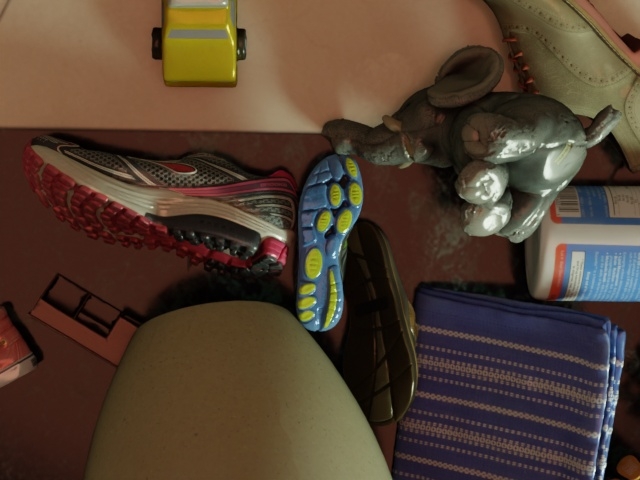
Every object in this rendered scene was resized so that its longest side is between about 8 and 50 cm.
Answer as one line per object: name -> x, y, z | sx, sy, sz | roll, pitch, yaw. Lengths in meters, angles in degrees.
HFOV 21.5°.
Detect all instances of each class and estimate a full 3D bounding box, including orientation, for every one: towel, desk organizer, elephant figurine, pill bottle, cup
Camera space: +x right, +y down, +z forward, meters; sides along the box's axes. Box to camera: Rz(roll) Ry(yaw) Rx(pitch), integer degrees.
towel -> 0.186, 0.227, 1.795 | 0.243, 0.040, 0.336 | 10, 96, 29
desk organizer -> -0.245, 0.090, 1.821 | 0.130, 0.047, 0.050 | 31, 91, -4
elephant figurine -> 0.150, -0.118, 1.758 | 0.186, 0.239, 0.169 | 6, 115, -35
pill bottle -> 0.334, 0.004, 1.791 | 0.222, 0.124, 0.124 | 2, 95, -2
cup -> -0.094, 0.198, 1.728 | 0.331, 0.331, 0.237 | -8, 71, -1

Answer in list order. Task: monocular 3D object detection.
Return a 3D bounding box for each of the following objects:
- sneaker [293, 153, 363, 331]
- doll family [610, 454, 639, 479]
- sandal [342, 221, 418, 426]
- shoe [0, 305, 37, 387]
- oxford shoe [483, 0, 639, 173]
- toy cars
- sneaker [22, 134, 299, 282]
sneaker -> 0.000, 0.000, 1.784 | 0.067, 0.078, 0.188 | 6, 96, -12
doll family -> 0.385, 0.267, 1.805 | 0.163, 0.118, 0.263 | 36, 94, -36
sandal -> 0.066, 0.089, 1.824 | 0.090, 0.060, 0.219 | -16, 80, 34
shoe -> -0.400, 0.142, 1.816 | 0.178, 0.063, 0.081 | -28, 94, -4
oxford shoe -> 0.239, -0.203, 1.772 | 0.348, 0.123, 0.130 | 36, 99, -3
toy cars -> -0.058, -0.331, 1.766 | 0.176, 0.087, 0.393 | 41, 93, -5
sneaker -> -0.170, -0.049, 1.788 | 0.299, 0.121, 0.112 | 18, 65, -2
